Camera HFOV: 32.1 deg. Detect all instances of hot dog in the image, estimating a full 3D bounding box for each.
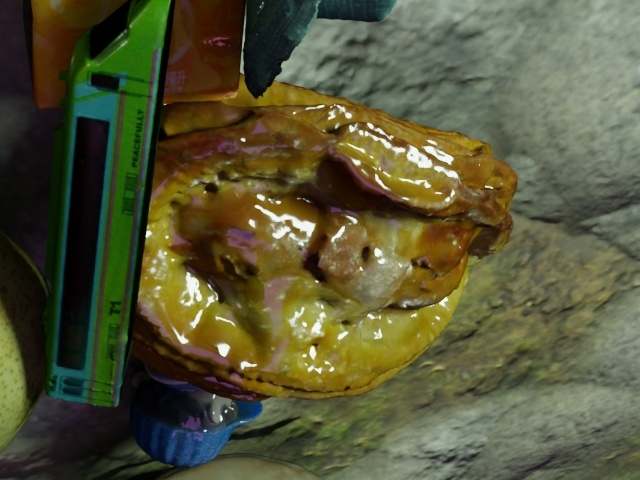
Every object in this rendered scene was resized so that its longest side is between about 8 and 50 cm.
[{"bbox_3d":[-0.001,0.001,0.598,0.259,0.114,0.175,9,116,-27],"label":"hot dog"}]

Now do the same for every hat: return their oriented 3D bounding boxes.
[{"bbox_3d":[0.017,-0.142,0.454,0.078,0.138,0.191,14,129,6],"label":"hat"}]

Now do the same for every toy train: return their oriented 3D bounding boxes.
[{"bbox_3d":[-0.095,-0.022,0.479,0.042,0.044,0.209,9,122,-6],"label":"toy train"}]

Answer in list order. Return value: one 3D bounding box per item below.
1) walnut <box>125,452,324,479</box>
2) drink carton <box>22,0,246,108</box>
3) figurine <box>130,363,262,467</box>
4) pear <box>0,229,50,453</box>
[{"bbox_3d":[-0.071,0.242,0.745,0.224,0.224,0.224,-10,135,-11],"label":"walnut"},{"bbox_3d":[-0.076,-0.163,0.447,0.096,0.071,0.223,-5,134,-15],"label":"drink carton"},{"bbox_3d":[-0.085,0.086,0.685,0.077,0.079,0.136,17,145,21],"label":"figurine"},{"bbox_3d":[-0.212,0.043,0.543,0.167,0.136,0.167,17,158,7],"label":"pear"}]
